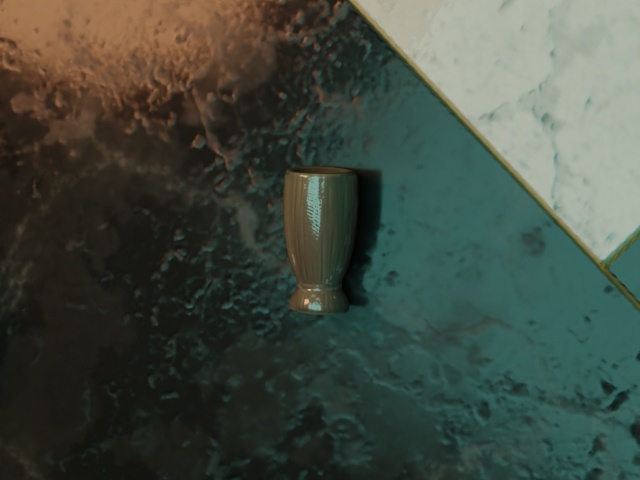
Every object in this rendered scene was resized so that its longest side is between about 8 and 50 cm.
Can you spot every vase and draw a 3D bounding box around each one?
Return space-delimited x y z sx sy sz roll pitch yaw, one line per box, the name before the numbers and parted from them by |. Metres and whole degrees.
vase | 0.000 0.000 1.279 0.053 0.053 0.101 4 99 19
